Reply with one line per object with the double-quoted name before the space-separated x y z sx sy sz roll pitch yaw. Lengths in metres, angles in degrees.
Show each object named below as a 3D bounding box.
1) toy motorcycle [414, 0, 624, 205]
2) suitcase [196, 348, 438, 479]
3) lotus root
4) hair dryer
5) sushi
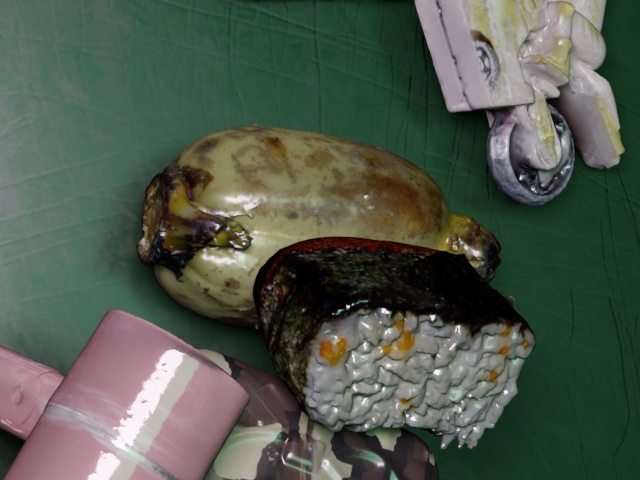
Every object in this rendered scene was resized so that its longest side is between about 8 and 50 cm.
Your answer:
"toy motorcycle" 0.182 -0.209 1.649 0.223 0.108 0.341 -29 105 -37
"suitcase" -0.044 0.293 1.492 0.339 0.194 0.351 22 69 -11
"lotus root" 0.000 0.000 1.559 0.309 0.173 0.173 8 83 -18
"hair dryer" -0.241 0.139 1.405 0.210 0.352 0.125 -59 142 -14
"sushi" 0.057 0.075 1.465 0.225 0.126 0.136 15 111 -30
